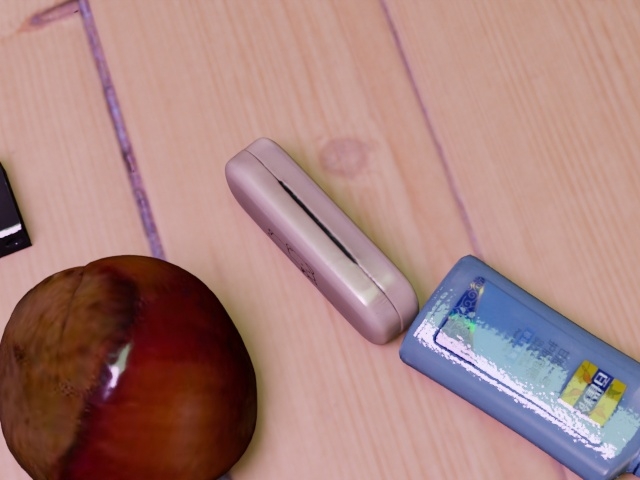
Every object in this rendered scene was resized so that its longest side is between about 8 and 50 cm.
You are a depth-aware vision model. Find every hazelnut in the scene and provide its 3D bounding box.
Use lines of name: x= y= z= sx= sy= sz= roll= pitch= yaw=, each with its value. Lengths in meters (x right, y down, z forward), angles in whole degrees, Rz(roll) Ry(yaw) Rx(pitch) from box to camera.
hazelnut: x=-0.137 y=0.107 z=1.229 sx=0.208 sy=0.208 sz=0.208 roll=-1 pitch=69 yaw=3

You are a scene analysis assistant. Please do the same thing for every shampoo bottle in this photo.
shampoo bottle: x=0.193 y=0.118 z=1.253 sx=0.258 sy=0.061 sz=0.104 roll=33 pitch=75 yaw=15

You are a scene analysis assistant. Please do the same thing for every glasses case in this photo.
glasses case: x=0.000 y=0.000 z=1.301 sx=0.050 sy=0.083 sz=0.196 roll=-40 pitch=70 yaw=-10

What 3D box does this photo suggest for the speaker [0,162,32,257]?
speaker: x=-0.355 y=0.004 z=1.343 sx=0.218 sy=0.044 sz=0.082 roll=-20 pitch=69 yaw=-4
